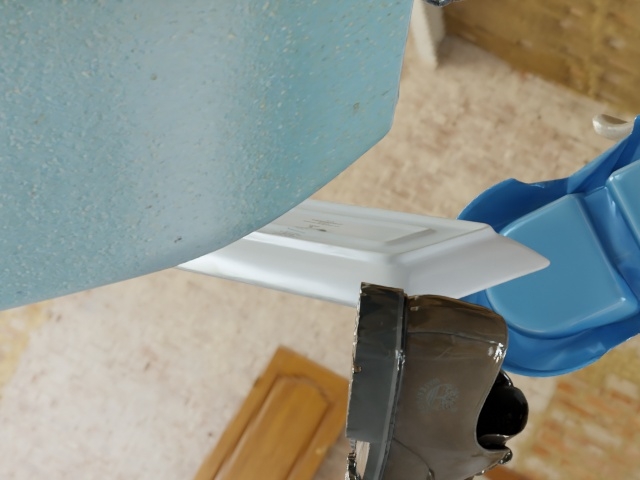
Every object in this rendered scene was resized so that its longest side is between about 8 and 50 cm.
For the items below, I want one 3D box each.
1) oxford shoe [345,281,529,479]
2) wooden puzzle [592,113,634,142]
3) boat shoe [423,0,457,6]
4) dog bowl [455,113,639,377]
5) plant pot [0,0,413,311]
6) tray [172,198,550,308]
[{"bbox_3d":[0.060,0.111,0.685,0.096,0.083,0.227,4,-36,1],"label":"oxford shoe"},{"bbox_3d":[0.493,-0.148,1.286,0.348,0.080,0.322,-12,-12,37],"label":"wooden puzzle"},{"bbox_3d":[0.099,-0.325,1.382,0.183,0.083,0.065,45,-50,16],"label":"boat shoe"},{"bbox_3d":[0.246,0.002,1.045,0.166,0.297,0.074,67,14,16],"label":"dog bowl"},{"bbox_3d":[-0.092,-0.133,0.591,0.252,0.247,0.248,-7,-32,-9],"label":"plant pot"},{"bbox_3d":[0.000,0.000,0.840,0.145,0.030,0.270,-16,18,-42],"label":"tray"}]
